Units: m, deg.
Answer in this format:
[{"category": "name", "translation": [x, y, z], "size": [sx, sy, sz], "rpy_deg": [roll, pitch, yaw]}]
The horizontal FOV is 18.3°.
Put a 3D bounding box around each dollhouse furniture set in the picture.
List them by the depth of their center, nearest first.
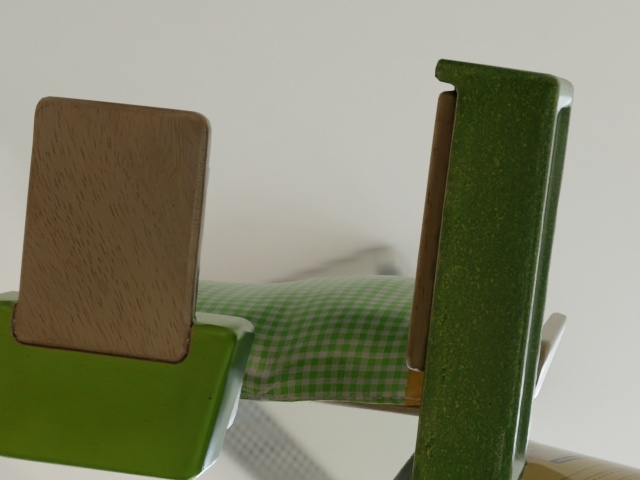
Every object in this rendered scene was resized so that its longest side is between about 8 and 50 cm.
[{"category": "dollhouse furniture set", "translation": [0.000, 0.000, 0.811], "size": [0.197, 0.151, 0.301], "rpy_deg": [6, 5, 9]}]

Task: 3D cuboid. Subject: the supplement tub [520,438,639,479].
[{"category": "supplement tub", "translation": [0.131, 0.172, 0.887], "size": [0.144, 0.144, 0.200], "rpy_deg": [24, -9, -37]}]
